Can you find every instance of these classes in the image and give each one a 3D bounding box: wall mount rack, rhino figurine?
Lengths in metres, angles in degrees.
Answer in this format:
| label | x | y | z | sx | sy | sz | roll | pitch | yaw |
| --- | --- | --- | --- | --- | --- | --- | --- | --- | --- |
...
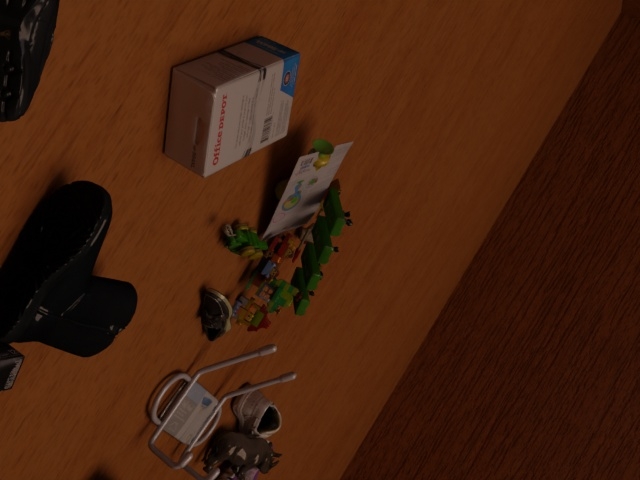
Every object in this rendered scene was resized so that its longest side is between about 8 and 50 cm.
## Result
| label | x | y | z | sx | sy | sz | roll | pitch | yaw |
| --- | --- | --- | --- | --- | --- | --- | --- | --- | --- |
| wall mount rack | -0.204 | 0.342 | 1.688 | 0.304 | 0.130 | 0.350 | -54 | 159 | -15 |
| rhino figurine | -0.178 | 0.520 | 1.970 | 0.243 | 0.073 | 0.106 | 28 | 92 | -45 |

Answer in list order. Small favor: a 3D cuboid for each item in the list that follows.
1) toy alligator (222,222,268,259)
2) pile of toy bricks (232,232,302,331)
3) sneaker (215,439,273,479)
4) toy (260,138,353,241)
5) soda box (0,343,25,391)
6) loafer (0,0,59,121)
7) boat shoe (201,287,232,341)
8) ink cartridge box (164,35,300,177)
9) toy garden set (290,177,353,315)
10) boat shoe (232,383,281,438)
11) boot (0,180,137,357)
| label | x | y | z | sx | sy | sz | roll | pitch | yaw |
| --- | --- | --- | --- | --- | --- | --- | --- | --- | --- |
| toy alligator | -0.152 | 0.002 | 1.482 | 0.051 | 0.056 | 0.189 | -22 | 164 | 15 |
| pile of toy bricks | -0.089 | 0.095 | 1.618 | 0.212 | 0.105 | 0.118 | -59 | 180 | 1 |
| sneaker | -0.194 | 0.604 | 2.054 | 0.236 | 0.104 | 0.095 | -43 | 177 | -34 |
| toy | -0.040 | -0.106 | 1.556 | 0.136 | 0.056 | 0.237 | -22 | 156 | -39 |
| soda box | -0.452 | 0.161 | 1.000 | 0.169 | 0.060 | 0.053 | -1 | 117 | -65 |
| loafer | -0.305 | -0.231 | 0.824 | 0.078 | 0.076 | 0.223 | -112 | -143 | -71 |
| boat shoe | -0.200 | 0.145 | 1.546 | 0.049 | 0.056 | 0.152 | -54 | 159 | -29 |
| ink cartridge box | -0.130 | -0.203 | 1.213 | 0.203 | 0.085 | 0.148 | -34 | 147 | -47 |
| toy garden set | 0.000 | 0.000 | 1.669 | 0.204 | 0.049 | 0.244 | -101 | -151 | -53 |
| boat shoe | -0.142 | 0.442 | 1.998 | 0.098 | 0.096 | 0.277 | -54 | 159 | -19 |
| boot | -0.316 | 0.046 | 1.100 | 0.247 | 0.094 | 0.207 | -54 | 155 | 4 |
